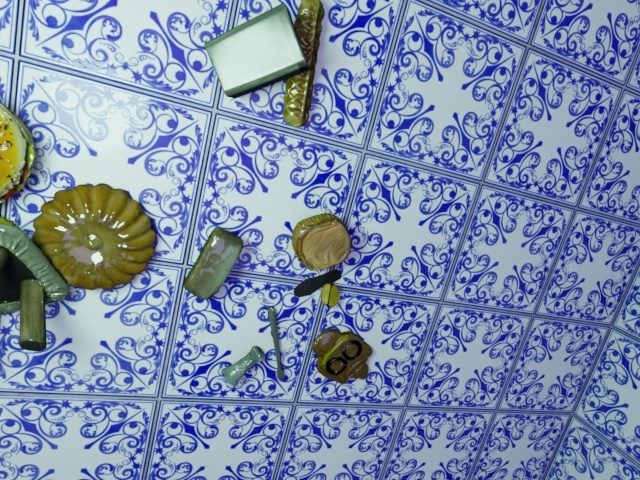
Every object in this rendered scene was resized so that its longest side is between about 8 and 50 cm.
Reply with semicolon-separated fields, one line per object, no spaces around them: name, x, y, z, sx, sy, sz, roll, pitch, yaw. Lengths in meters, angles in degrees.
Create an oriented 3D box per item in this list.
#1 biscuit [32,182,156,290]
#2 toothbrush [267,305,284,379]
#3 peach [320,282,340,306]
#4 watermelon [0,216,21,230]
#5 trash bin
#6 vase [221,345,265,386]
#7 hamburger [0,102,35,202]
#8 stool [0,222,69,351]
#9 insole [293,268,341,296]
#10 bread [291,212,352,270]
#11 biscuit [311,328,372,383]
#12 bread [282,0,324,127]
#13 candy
biscuit;-0.651;-0.003;1.173;0.327;0.107;0.324;-4;104;-15
toothbrush;-0.160;0.372;1.472;0.030;0.030;0.296;-5;107;4
peach;0.031;0.194;1.462;0.077;0.050;0.083;-42;128;-29
watermelon;-0.934;-0.035;1.056;0.302;0.129;0.122;22;94;-28
trash bin;-0.169;-0.507;1.116;0.241;0.122;0.163;-20;104;9
vase;-0.268;0.439;1.435;0.149;0.081;0.081;-39;113;-6
hamburger;-0.868;-0.226;0.997;0.301;0.176;0.299;-4;107;-14
stool;-0.869;0.145;1.022;0.311;0.226;0.310;-12;133;0
insole;-0.010;0.153;1.462;0.189;0.004;0.064;-22;112;-10
bread;0.000;-0.001;1.368;0.200;0.104;0.198;-5;112;-13
biscuit;0.088;0.455;1.565;0.208;0.041;0.290;-47;113;2
bread;-0.052;-0.523;1.207;0.077;0.084;0.366;17;107;21
candy;-0.340;0.074;1.287;0.104;0.102;0.233;27;96;-23
